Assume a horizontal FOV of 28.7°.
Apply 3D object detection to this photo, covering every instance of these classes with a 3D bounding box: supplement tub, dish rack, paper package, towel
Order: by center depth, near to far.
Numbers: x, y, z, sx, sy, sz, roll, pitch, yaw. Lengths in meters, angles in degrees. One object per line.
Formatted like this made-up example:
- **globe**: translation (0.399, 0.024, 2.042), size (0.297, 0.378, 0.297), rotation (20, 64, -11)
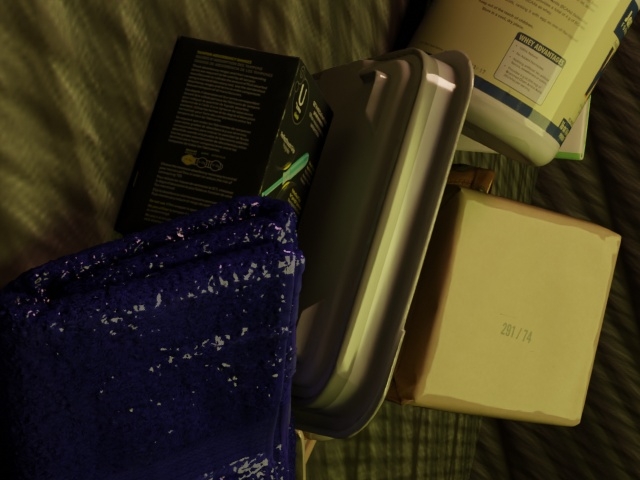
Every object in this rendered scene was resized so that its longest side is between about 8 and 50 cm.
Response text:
- **towel**: translation (-0.107, 0.132, 0.875), size (0.228, 0.076, 0.308), rotation (-22, 132, -29)
- **dish rack**: translation (-0.008, -0.010, 1.072), size (0.285, 0.072, 0.332), rotation (-3, -113, 62)
- **supplement tub**: translation (0.264, -0.283, 1.589), size (0.324, 0.235, 0.235), rotation (-60, 165, 3)
- **paper package**: translation (0.237, 0.093, 1.793), size (0.325, 0.168, 0.309), rotation (13, 91, -33)

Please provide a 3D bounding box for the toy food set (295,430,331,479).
- **toy food set**: translation (0.018, 0.187, 1.521), size (0.306, 0.092, 0.219), rotation (-61, 158, -43)

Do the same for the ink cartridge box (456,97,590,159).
- **ink cartridge box**: translation (0.298, -0.193, 1.902), size (0.273, 0.198, 0.114), rotation (-42, 136, -78)

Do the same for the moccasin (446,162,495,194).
- **moccasin**: translation (0.215, 0.067, 1.957), size (0.139, 0.147, 0.379), rotation (-36, 132, -73)

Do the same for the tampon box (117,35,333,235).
- **tampon box**: translation (-0.069, -0.057, 0.973), size (0.120, 0.102, 0.161), rotation (52, 53, -70)
